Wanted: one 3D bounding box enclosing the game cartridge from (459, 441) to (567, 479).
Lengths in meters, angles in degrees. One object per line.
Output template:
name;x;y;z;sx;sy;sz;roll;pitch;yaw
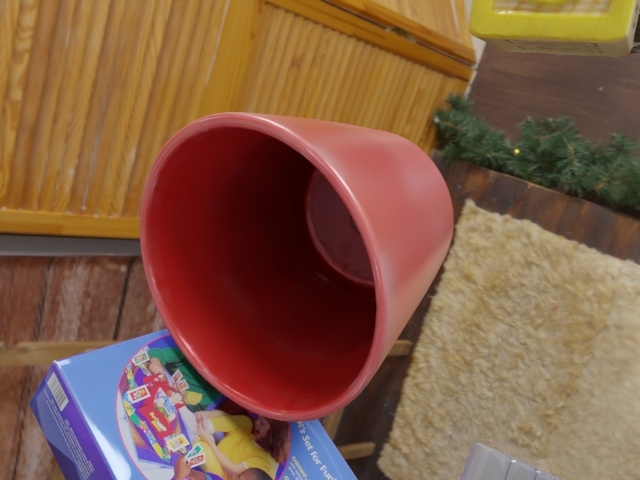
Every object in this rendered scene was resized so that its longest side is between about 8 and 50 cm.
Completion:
game cartridge;0.228;0.460;0.728;0.068;0.230;0.355;118;176;-79

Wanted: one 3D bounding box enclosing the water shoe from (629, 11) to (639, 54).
water shoe;0.750;-0.480;1.353;0.203;0.080;0.073;-124;32;-85

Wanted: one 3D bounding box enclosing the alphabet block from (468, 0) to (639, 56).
alphabet block;0.323;-0.352;0.779;0.193;0.197;0.192;10;106;27

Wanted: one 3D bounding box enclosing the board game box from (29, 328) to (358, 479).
board game box;-0.084;0.244;0.563;0.347;0.233;0.078;54;125;18

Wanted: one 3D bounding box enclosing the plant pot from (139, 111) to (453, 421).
plant pot;0.000;0.000;0.594;0.274;0.243;0.275;11;111;30
